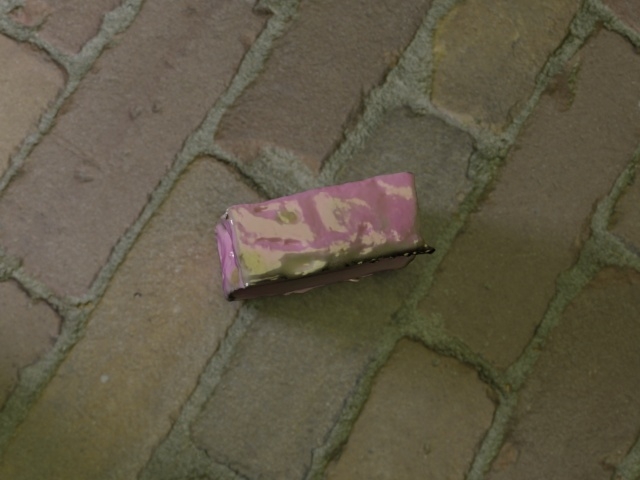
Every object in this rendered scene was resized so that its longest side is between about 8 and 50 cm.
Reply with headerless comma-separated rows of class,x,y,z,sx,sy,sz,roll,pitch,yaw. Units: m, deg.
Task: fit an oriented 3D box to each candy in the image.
candy,0.000,0.000,1.606,0.265,0.155,0.115,-12,83,-12
